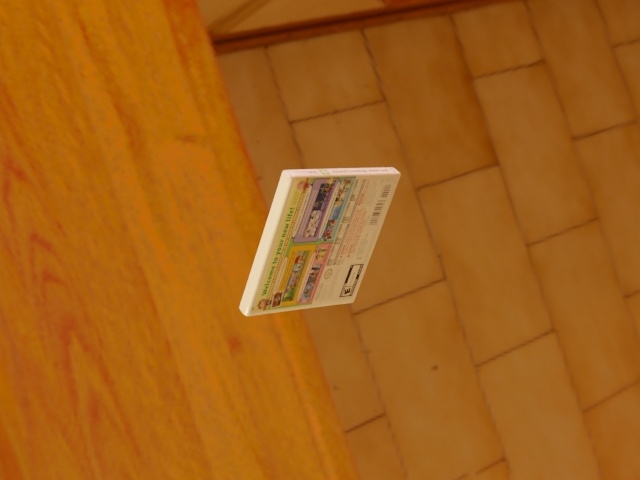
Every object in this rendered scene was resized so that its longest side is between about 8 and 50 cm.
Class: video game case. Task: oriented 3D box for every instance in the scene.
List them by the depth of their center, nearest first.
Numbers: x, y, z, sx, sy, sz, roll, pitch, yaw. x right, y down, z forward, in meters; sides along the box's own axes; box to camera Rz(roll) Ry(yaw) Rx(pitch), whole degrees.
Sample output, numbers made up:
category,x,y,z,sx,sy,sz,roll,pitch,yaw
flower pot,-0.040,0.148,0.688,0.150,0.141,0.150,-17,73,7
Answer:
category,x,y,z,sx,sy,sz,roll,pitch,yaw
video game case,0.000,0.000,1.430,0.193,0.023,0.212,-5,125,-40
